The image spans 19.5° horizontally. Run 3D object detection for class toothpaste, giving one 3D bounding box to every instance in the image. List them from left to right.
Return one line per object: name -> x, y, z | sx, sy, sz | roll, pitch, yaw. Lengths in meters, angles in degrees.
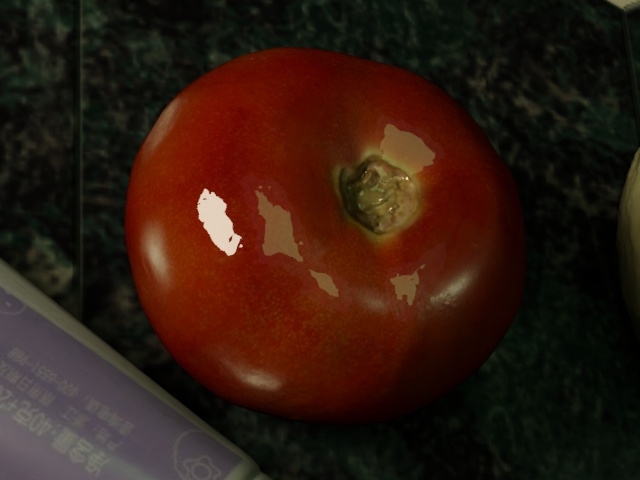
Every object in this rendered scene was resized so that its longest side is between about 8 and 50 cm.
toothpaste -> -0.155, 0.056, 0.840 | 0.371, 0.080, 0.125 | 36, 57, 4

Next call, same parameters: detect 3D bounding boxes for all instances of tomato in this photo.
tomato -> 0.000, 0.000, 0.892 | 0.195, 0.136, 0.195 | 10, 62, -20

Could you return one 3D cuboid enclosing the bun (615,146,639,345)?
bun -> 0.291, -0.002, 1.006 | 0.259, 0.152, 0.259 | 8, 64, -17
